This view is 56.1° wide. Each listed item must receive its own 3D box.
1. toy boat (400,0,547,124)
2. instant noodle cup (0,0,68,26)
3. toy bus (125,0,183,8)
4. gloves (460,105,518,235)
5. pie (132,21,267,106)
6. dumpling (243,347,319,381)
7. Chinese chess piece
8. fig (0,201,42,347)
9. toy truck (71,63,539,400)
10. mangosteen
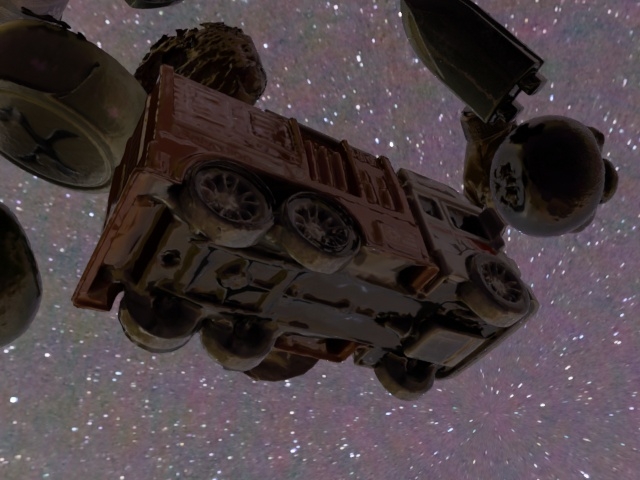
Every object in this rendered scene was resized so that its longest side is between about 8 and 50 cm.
[{"bbox_3d":[0.258,-0.354,1.094,0.319,0.092,0.141,48,-51,16],"label":"toy boat"},{"bbox_3d":[-0.525,-0.478,1.053,0.207,0.217,0.218,-18,-113,45],"label":"instant noodle cup"},{"bbox_3d":[-0.291,-0.515,0.869,0.190,0.152,0.312,-35,-84,33],"label":"toy bus"},{"bbox_3d":[0.385,-0.144,1.318,0.141,0.331,0.154,8,-146,40],"label":"gloves"},{"bbox_3d":[-0.215,-0.229,0.962,0.308,0.085,0.309,-16,-122,26],"label":"pie"},{"bbox_3d":[-0.107,0.194,1.375,0.292,0.163,0.205,-25,-70,9],"label":"dumpling"},{"bbox_3d":[-0.313,-0.152,0.717,0.237,0.238,0.092,10,-120,18],"label":"Chinese chess piece"},{"bbox_3d":[-0.483,0.061,0.756,0.235,0.203,0.203,-26,-115,-27],"label":"fig"},{"bbox_3d":[0.000,0.000,0.558,0.173,0.387,0.207,-50,-146,36],"label":"toy truck"},{"bbox_3d":[0.423,-0.115,1.093,0.242,0.243,0.243,-4,-106,15],"label":"mangosteen"}]
